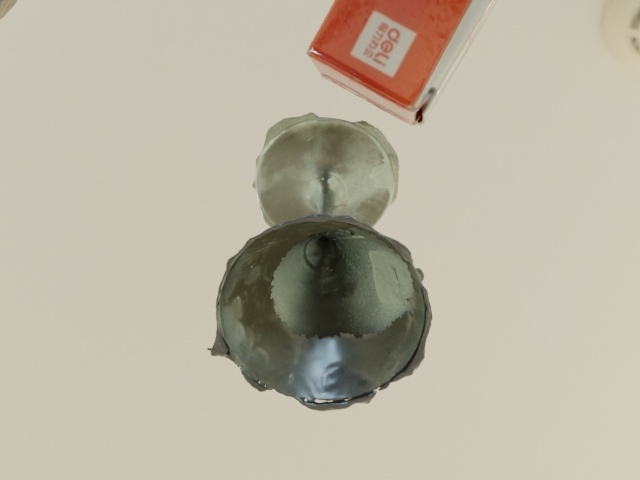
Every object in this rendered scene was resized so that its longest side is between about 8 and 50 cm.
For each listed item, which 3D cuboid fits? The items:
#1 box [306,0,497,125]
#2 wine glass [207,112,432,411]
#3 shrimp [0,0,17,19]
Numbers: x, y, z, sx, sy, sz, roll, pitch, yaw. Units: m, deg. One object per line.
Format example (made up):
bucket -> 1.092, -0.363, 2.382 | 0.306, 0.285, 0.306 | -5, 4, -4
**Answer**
box -> 0.076, -0.178, 1.124 | 0.099, 0.133, 0.182 | 29, -90, 2
wine glass -> 0.000, 0.000, 0.926 | 0.122, 0.183, 0.122 | -1, -63, -1
shrimp -> -0.151, -0.135, 0.647 | 0.219, 0.046, 0.152 | -57, -25, -4
